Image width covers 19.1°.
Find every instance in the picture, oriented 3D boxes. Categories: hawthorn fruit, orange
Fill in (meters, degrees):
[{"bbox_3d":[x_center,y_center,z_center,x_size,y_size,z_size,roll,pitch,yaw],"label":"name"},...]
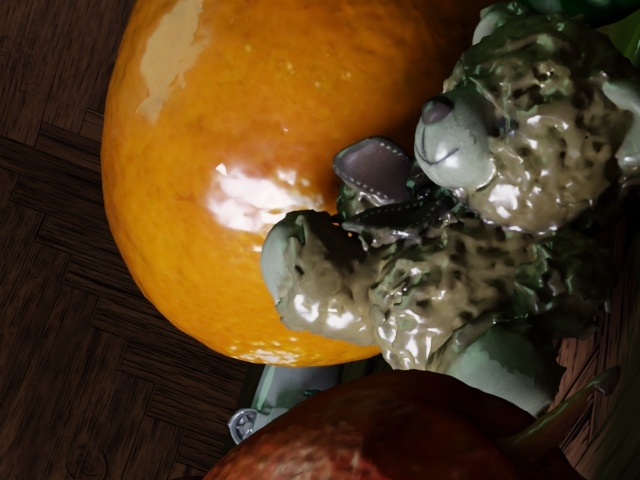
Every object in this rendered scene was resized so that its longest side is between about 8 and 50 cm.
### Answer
[{"bbox_3d":[0.056,0.141,0.914,0.243,0.207,0.207,-51,11,20],"label":"hawthorn fruit"},{"bbox_3d":[0.020,-0.100,1.479,0.424,0.326,0.424,18,-90,-78],"label":"orange"}]

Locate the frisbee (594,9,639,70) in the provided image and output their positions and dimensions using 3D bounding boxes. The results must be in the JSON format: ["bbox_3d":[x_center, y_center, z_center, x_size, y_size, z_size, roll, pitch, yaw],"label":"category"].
[{"bbox_3d":[0.225,-0.179,1.360,0.236,0.017,0.236,-160,90,-86],"label":"frisbee"}]

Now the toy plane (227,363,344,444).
[{"bbox_3d":[-0.020,0.186,2.071,0.245,0.117,0.244,19,-90,-78],"label":"toy plane"}]

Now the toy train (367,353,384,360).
[{"bbox_3d":[0.000,0.000,1.933,0.304,0.222,0.150,-78,7,-66],"label":"toy train"}]

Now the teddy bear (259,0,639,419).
[{"bbox_3d":[0.111,-0.020,1.173,0.267,0.156,0.256,35,109,46],"label":"teddy bear"}]

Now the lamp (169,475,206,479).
[{"bbox_3d":[-0.110,0.330,1.472,0.303,0.257,0.303,-22,49,28],"label":"lamp"}]

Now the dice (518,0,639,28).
[{"bbox_3d":[0.177,-0.215,1.191,0.128,0.120,0.131,-43,17,-22],"label":"dice"}]

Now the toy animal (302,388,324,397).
[{"bbox_3d":[-0.001,0.236,1.677,0.103,0.100,0.208,-12,62,38],"label":"toy animal"}]
